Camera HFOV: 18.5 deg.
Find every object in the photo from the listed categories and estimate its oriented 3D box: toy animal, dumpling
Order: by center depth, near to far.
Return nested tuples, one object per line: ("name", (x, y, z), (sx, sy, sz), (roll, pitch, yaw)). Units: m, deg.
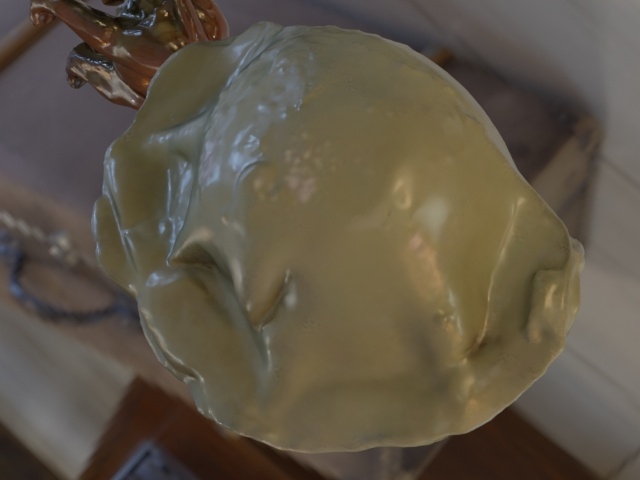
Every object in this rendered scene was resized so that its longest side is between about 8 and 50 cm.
("dumpling", (0.000, 0.000, 0.908), (0.258, 0.193, 0.147), (30, 168, 27))
("toy animal", (-0.104, -0.129, 1.337), (0.157, 0.097, 0.312), (34, 169, 8))
